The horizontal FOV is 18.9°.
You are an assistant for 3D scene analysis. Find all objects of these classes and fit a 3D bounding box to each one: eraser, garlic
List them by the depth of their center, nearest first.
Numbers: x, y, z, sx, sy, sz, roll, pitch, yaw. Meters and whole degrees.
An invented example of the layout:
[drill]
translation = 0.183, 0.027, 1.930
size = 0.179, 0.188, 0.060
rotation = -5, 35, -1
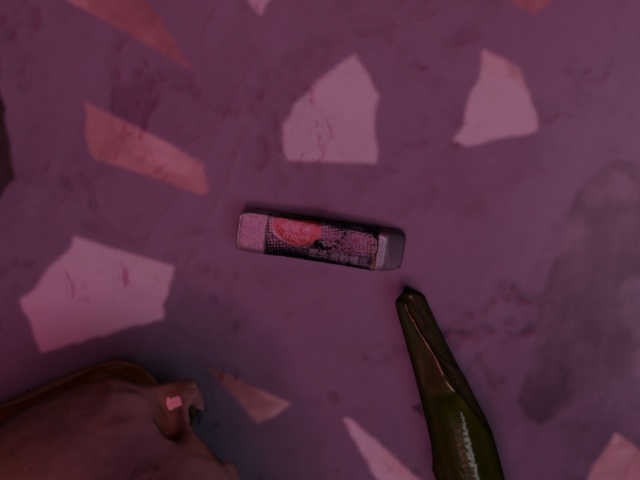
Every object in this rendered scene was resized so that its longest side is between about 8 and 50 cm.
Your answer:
[garlic]
translation = -0.127, 0.193, 1.075
size = 0.217, 0.110, 0.228
rotation = 8, 104, 6
[eraser]
translation = 0.000, 0.000, 1.136
size = 0.099, 0.019, 0.027
rotation = 9, 105, 3

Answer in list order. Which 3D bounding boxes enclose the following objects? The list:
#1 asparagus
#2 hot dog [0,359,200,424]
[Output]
[asparagus]
translation = 0.082, 0.112, 1.148
size = 0.041, 0.045, 0.178
rotation = -21, 104, -24
[hot dog]
translation = -0.182, 0.150, 1.167
size = 0.250, 0.076, 0.104
rotation = -26, 82, 7
